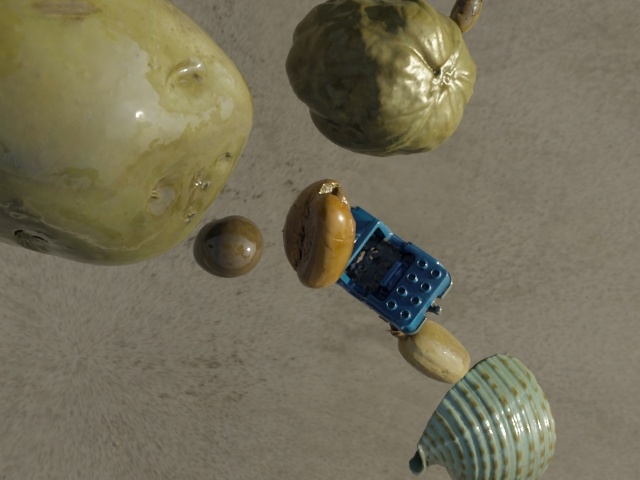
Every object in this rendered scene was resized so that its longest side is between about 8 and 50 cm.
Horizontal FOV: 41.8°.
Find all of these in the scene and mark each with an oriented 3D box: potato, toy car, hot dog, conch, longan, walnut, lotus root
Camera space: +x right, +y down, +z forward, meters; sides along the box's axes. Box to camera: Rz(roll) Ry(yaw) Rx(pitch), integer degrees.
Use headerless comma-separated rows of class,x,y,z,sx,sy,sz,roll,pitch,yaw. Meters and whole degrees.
potato,0.254,-0.399,1.447,0.051,0.040,0.083,24,89,-28
toy car,0.070,0.029,1.036,0.191,0.100,0.097,35,84,20
potato,-0.220,-0.111,0.623,0.326,0.243,0.221,30,75,-10
hot dog,0.001,0.001,0.855,0.060,0.140,0.090,-7,41,-29
conch,0.160,0.171,0.758,0.153,0.102,0.135,-18,123,-57
longan,-0.141,0.007,1.277,0.113,0.092,0.113,-8,52,10
walnut,0.099,-0.265,1.362,0.282,0.277,0.253,0,94,-53
lotus root,0.145,0.140,1.090,0.150,0.062,0.073,36,35,-23
